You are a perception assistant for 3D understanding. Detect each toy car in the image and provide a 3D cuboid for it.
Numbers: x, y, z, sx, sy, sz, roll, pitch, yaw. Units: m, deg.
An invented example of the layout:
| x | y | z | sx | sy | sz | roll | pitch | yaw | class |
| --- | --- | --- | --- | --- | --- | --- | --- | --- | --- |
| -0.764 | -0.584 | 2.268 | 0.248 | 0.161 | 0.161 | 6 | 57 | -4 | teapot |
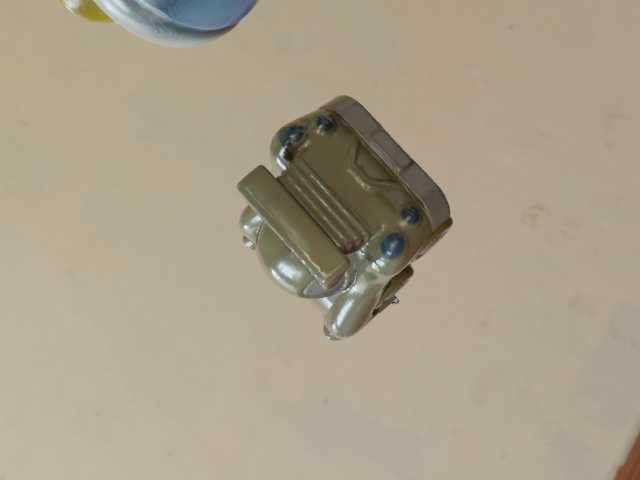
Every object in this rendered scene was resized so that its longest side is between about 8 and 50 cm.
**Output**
| x | y | z | sx | sy | sz | roll | pitch | yaw | class |
| --- | --- | --- | --- | --- | --- | --- | --- | --- | --- |
| 0.000 | 0.000 | 1.189 | 0.226 | 0.242 | 0.336 | -37 | -11 | -27 | toy car |

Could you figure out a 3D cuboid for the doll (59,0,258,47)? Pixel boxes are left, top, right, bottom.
| x | y | z | sx | sy | sz | roll | pitch | yaw | class |
| --- | --- | --- | --- | --- | --- | --- | --- | --- | --- |
| -0.004 | -0.185 | 0.386 | 0.314 | 0.141 | 0.177 | -21 | -7 | 40 | doll |
